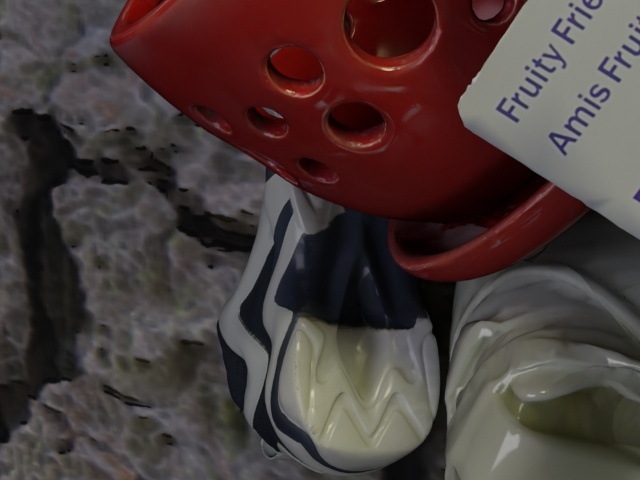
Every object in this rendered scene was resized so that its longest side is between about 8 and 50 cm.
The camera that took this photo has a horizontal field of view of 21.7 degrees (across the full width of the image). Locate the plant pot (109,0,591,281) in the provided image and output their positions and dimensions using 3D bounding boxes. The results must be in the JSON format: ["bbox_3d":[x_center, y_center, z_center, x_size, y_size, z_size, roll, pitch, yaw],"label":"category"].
[{"bbox_3d":[0.042,-0.095,0.652,0.174,0.191,0.191,38,136,-17],"label":"plant pot"}]

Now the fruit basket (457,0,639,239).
[{"bbox_3d":[0.259,-0.052,0.371,0.353,0.165,0.327,31,118,-7],"label":"fruit basket"}]

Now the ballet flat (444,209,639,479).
[{"bbox_3d":[0.126,0.101,0.600,0.400,0.139,0.139,51,132,47],"label":"ballet flat"}]

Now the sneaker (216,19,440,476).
[{"bbox_3d":[0.000,0.000,0.800,0.153,0.094,0.235,146,124,-64],"label":"sneaker"}]
